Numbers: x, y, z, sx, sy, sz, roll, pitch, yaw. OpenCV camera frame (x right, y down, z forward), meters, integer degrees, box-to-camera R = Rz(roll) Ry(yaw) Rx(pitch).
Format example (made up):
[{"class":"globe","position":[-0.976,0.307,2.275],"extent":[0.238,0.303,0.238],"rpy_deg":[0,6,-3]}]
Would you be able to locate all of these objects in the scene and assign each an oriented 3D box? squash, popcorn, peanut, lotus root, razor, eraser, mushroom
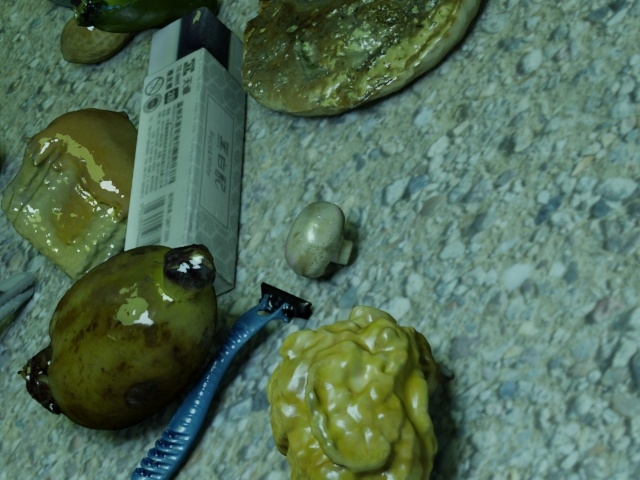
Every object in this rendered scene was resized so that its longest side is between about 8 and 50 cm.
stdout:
[{"class":"squash","position":[-0.225,-0.302,1.748],"extent":[0.087,0.087,0.331],"rpy_deg":[-22,3,25]},{"class":"popcorn","position":[0.024,0.148,1.208],"extent":[0.163,0.140,0.194],"rpy_deg":[7,63,10]},{"class":"peanut","position":[-0.291,-0.315,1.954],"extent":[0.193,0.089,0.089],"rpy_deg":[-33,40,13]},{"class":"lotus root","position":[-0.194,0.100,1.434],"extent":[0.314,0.141,0.169],"rpy_deg":[-36,45,40]},{"class":"razor","position":[-0.111,0.149,1.420],"extent":[0.082,0.042,0.253],"rpy_deg":[23,74,48]},{"class":"eraser","position":[-0.156,-0.104,1.639],"extent":[0.098,0.096,0.404],"rpy_deg":[-24,43,25]},{"class":"mushroom","position":[0.000,0.000,1.433],"extent":[0.083,0.067,0.084],"rpy_deg":[-161,90,-87]}]

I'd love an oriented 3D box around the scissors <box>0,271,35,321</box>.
[{"class":"scissors","position":[-0.431,0.105,1.661],"extent":[0.118,0.030,0.242],"rpy_deg":[24,41,23]}]

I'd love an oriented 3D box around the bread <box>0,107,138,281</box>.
[{"class":"bread","position":[-0.313,-0.077,1.707],"extent":[0.174,0.133,0.251],"rpy_deg":[-52,37,18]}]

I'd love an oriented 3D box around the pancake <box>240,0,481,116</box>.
[{"class":"pancake","position":[0.049,-0.281,1.645],"extent":[0.356,0.065,0.356],"rpy_deg":[-24,42,23]}]

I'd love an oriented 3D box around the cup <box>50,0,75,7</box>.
[{"class":"cup","position":[-0.368,-0.475,2.109],"extent":[0.199,0.199,0.150],"rpy_deg":[1,38,41]}]
